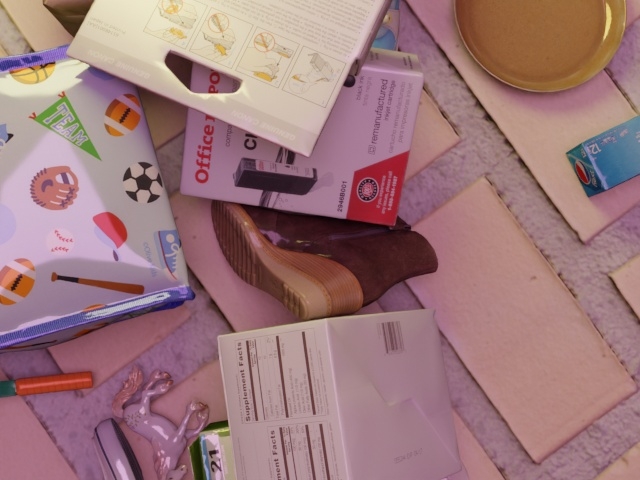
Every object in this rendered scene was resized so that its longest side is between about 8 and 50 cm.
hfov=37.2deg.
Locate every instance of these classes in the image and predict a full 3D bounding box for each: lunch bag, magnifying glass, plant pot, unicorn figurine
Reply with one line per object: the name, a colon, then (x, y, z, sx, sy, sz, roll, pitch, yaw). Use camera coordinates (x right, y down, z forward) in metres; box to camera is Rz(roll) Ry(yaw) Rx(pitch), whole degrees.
lunch bag: (-0.378, -0.027, 1.112, 0.386, 0.239, 0.327, -16, 85, -13)
magnifying glass: (-0.398, 0.184, 1.165, 0.231, 0.092, 0.026, -6, 80, -15)
plant pot: (0.295, -0.312, 1.292, 0.237, 0.032, 0.236, 0, 84, -3)
unicorn figurine: (-0.193, 0.237, 1.185, 0.162, 0.060, 0.111, 37, 82, 17)

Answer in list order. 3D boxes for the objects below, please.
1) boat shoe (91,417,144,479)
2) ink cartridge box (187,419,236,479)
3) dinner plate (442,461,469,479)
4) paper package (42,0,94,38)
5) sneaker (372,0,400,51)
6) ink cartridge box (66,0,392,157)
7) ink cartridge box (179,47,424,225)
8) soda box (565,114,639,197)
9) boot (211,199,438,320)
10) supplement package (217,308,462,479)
boat shoe: (-0.242, 0.332, 1.151, 0.076, 0.083, 0.226, -22, 86, -7)
ink cartridge box: (-0.080, 0.304, 1.078, 0.097, 0.255, 0.188, -9, 84, -3)
dinner plate: (0.124, 0.323, 1.213, 0.141, 0.017, 0.141, 0, 84, -3)
paper package: (-0.197, -0.432, 1.204, 0.310, 0.168, 0.324, -5, 84, -5)
sneaker: (0.056, -0.340, 1.190, 0.127, 0.208, 0.318, 3, 85, -4)
ink cartridge box: (-0.090, -0.253, 1.059, 0.296, 0.066, 0.261, 24, 81, 5)
ink cartridge box: (-0.027, -0.143, 1.170, 0.273, 0.114, 0.196, 9, 112, -1)
soda box: (0.440, -0.134, 1.262, 0.210, 0.067, 0.071, -25, 86, -6)
boot: (0.000, 0.000, 1.208, 0.207, 0.090, 0.248, -20, 47, -32)
supplement package: (0.029, 0.189, 1.083, 0.145, 0.262, 0.203, -13, 82, 31)
